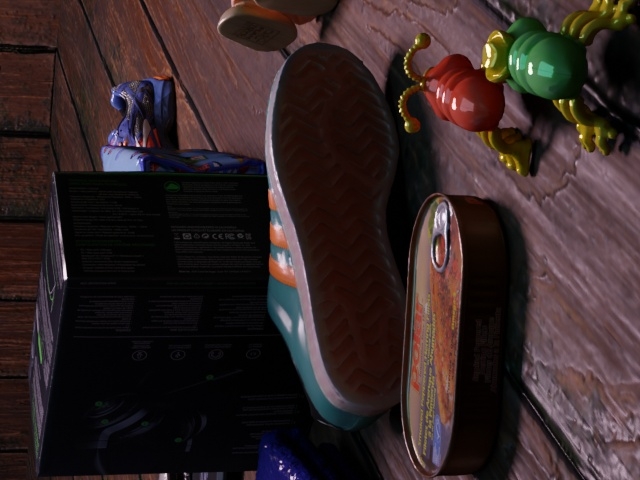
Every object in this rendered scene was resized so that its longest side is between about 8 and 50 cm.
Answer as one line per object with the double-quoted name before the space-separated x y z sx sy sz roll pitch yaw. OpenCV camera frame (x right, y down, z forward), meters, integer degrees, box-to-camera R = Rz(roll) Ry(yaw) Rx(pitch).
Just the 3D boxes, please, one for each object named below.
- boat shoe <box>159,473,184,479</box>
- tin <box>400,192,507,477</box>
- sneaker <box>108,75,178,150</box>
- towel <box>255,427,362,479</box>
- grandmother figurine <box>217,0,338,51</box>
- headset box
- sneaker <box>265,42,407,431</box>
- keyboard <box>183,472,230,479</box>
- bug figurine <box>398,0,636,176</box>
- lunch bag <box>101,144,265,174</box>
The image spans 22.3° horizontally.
"boat shoe" -0.176 0.270 1.954 0.125 0.038 0.046 -107 30 -62
"tin" 0.087 0.063 1.076 0.106 0.040 0.189 -159 71 -69
"sneaker" -0.235 -0.115 2.122 0.083 0.087 0.221 116 151 -57
"towel" 0.000 0.327 1.311 0.227 0.076 0.308 -145 58 -63
"grandmother figurine" -0.053 -0.348 1.505 0.208 0.104 0.342 -25 58 42
"headset box" -0.124 0.086 1.437 0.131 0.246 0.283 -105 22 -43
"sneaker" 0.000 0.000 1.253 0.121 0.108 0.302 134 134 -61
"keyboard" -0.125 0.250 1.814 0.201 0.033 0.317 -153 66 -71
"bug figurine" 0.113 -0.170 0.936 0.216 0.072 0.279 -140 54 -70
"lunch bag" -0.160 0.050 1.742 0.221 0.138 0.293 -160 73 -71
